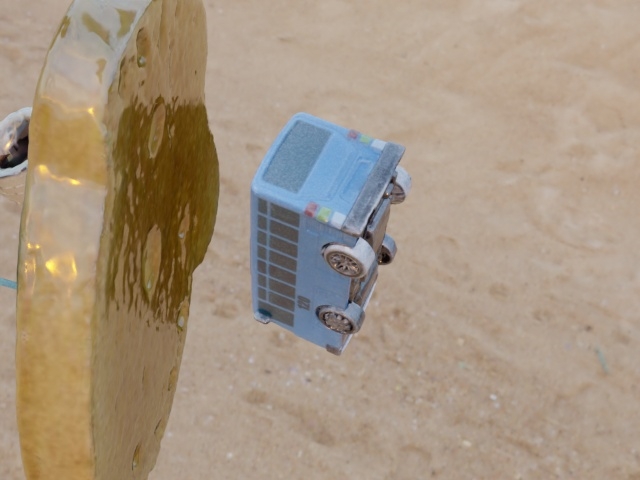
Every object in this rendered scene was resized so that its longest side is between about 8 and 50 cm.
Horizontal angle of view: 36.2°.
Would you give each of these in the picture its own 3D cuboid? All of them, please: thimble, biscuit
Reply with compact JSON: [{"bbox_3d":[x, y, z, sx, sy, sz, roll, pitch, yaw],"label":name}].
[{"bbox_3d":[-0.326,-0.094,1.128,0.102,0.115,0.090,56,6,33],"label":"thimble"},{"bbox_3d":[-0.122,-0.003,0.619,0.057,0.344,0.287,9,22,5],"label":"biscuit"}]

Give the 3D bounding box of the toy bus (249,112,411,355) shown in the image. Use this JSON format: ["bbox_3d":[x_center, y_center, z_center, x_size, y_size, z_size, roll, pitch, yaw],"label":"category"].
[{"bbox_3d":[0.000,0.000,0.937,0.133,0.234,0.116,21,57,10],"label":"toy bus"}]

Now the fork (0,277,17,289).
[{"bbox_3d":[-0.346,0.004,0.809,0.235,0.021,0.039,17,35,-26],"label":"fork"}]
